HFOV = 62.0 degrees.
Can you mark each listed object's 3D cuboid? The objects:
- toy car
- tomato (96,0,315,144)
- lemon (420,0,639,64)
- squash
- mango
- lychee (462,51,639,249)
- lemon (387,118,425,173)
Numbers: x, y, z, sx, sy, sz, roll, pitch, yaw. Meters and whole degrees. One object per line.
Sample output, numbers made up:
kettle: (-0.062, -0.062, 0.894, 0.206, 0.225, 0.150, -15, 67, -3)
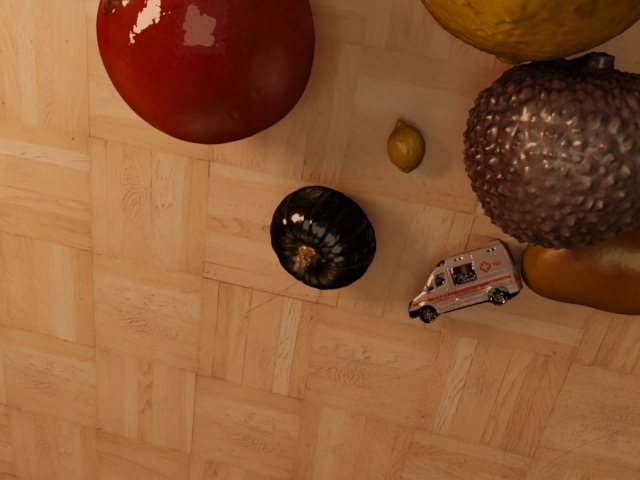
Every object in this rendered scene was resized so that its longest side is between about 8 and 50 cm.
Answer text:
toy car: (0.248, 0.075, 0.957, 0.210, 0.089, 0.108, -20, 86, 21)
tomato: (-0.160, -0.296, 0.793, 0.322, 0.321, 0.321, 4, 112, 10)
lemon: (0.270, -0.386, 0.618, 0.350, 0.387, 0.349, -2, 102, -9)
squash: (0.002, -0.004, 0.947, 0.193, 0.156, 0.193, 5, 99, 32)
mango: (0.467, 0.033, 0.870, 0.255, 0.139, 0.175, 7, 114, 16)
lychee: (0.343, -0.119, 0.749, 0.300, 0.300, 0.300, 4, 112, 10)
lemon: (0.144, -0.159, 0.901, 0.065, 0.065, 0.092, -9, 104, 15)
